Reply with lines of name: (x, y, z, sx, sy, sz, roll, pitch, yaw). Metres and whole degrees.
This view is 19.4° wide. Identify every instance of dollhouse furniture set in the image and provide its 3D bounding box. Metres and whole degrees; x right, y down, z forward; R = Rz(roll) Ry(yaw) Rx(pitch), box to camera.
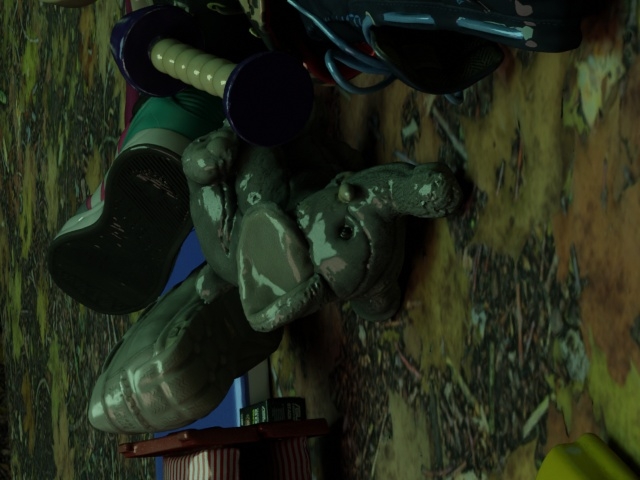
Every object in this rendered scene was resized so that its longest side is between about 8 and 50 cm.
dollhouse furniture set: (-0.139, 0.285, 1.670, 0.374, 0.152, 0.201, -22, 73, 53)

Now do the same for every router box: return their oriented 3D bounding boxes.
router box: (-0.043, 0.209, 1.726, 0.092, 0.038, 0.123, 150, 118, -68)

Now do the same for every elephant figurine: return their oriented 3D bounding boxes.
elephant figurine: (0.000, 0.000, 1.435, 0.239, 0.169, 0.186, 45, 164, 44)

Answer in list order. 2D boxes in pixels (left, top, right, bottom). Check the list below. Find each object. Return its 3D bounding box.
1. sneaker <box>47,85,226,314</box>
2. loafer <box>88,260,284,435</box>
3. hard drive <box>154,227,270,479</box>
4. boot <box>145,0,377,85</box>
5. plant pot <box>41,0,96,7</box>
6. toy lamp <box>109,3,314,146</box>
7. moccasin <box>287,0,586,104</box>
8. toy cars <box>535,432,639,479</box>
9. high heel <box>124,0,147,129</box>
sneaker: (-0.141, -0.062, 1.662, 0.295, 0.123, 0.178, -46, 12, 54)
loafer: (-0.114, 0.086, 1.640, 0.112, 0.111, 0.319, 66, -161, -6)
hard drive: (-0.115, 0.123, 1.888, 0.210, 0.040, 0.319, -24, 67, 58)
boot: (-0.045, -0.217, 1.542, 0.284, 0.138, 0.377, 53, 156, 43)
plant pot: (-0.185, -0.323, 1.741, 0.237, 0.109, 0.237, -20, 63, 48)
toy lamp: (-0.094, -0.135, 1.459, 0.274, 0.080, 0.080, 29, 118, 58)
moccasin: (0.064, -0.150, 1.234, 0.342, 0.137, 0.117, 175, 90, -73)
toy cars: (0.105, 0.263, 1.191, 0.394, 0.087, 0.177, 119, 147, -57)
high heel: (-0.150, -0.234, 1.932, 0.181, 0.127, 0.377, -117, 36, -68)
